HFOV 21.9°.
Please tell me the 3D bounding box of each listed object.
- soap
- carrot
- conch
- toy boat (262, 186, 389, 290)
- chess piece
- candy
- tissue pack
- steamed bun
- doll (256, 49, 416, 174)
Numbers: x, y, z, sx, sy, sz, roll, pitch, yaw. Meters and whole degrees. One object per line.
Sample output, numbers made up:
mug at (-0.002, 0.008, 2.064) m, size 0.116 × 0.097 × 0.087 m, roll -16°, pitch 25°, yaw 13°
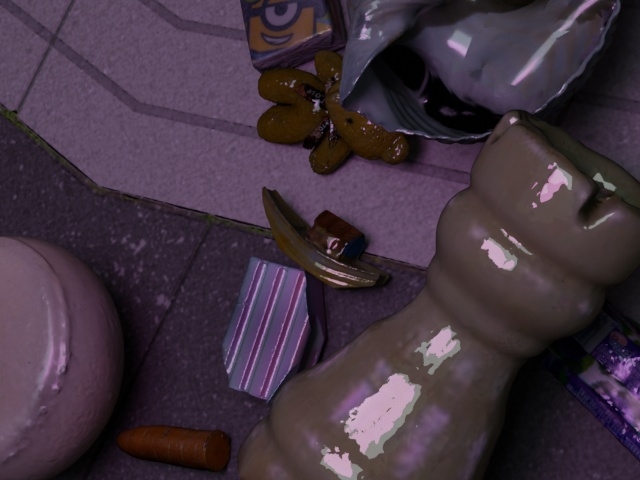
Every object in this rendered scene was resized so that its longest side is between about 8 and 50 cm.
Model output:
soap at (-0.047, 0.101, 1.779) m, size 0.100 × 0.056 × 0.149 m, roll 14°, pitch 83°, yaw 32°
carrot at (-0.169, 0.224, 1.815) m, size 0.139 × 0.048 × 0.048 m, roll 3°, pitch 78°, yaw 29°
conch at (0.157, -0.229, 1.672) m, size 0.303 × 0.215 × 0.319 m, roll 29°, pitch 86°, yaw 21°
toy boat at (0.000, 0.000, 1.776) m, size 0.172 × 0.065 × 0.066 m, roll 35°, pitch 101°, yaw 25°
chess piece at (0.125, 0.099, 1.553) m, size 0.234 × 0.234 × 0.442 m, roll 43°, pitch 108°, yaw 29°
candy at (0.311, 0.156, 1.575) m, size 0.088 × 0.061 × 0.312 m, roll -50°, pitch 59°, yaw 12°
tissue pack at (-0.036, -0.272, 1.871) m, size 0.109 × 0.060 × 0.148 m, roll -20°, pitch 67°, yaw 21°
steamed bun at (-0.336, 0.140, 1.848) m, size 0.283 × 0.177 × 0.283 m, roll -9°, pitch 73°, yaw 29°
doll at (0.009, -0.143, 1.797) m, size 0.209 × 0.097 × 0.137 m, roll 1°, pitch 83°, yaw 33°
